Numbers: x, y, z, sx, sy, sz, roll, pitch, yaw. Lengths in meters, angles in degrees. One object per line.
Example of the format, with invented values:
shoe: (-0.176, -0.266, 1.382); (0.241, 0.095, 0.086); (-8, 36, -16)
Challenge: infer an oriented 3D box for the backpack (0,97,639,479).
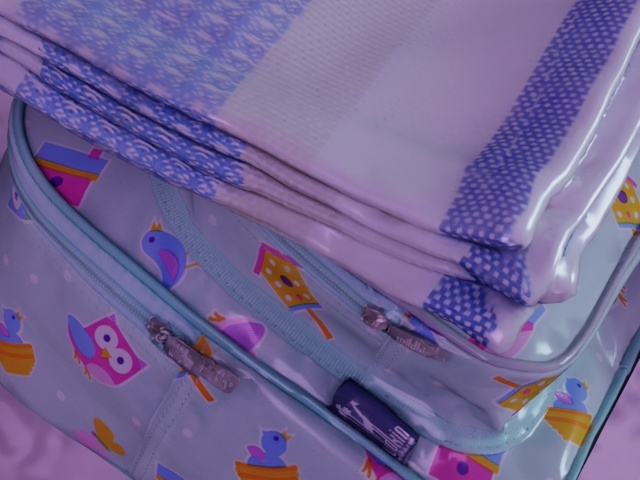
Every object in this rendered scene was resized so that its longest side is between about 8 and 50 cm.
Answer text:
backpack: (0.000, 0.000, 0.461); (0.188, 0.166, 0.144); (28, 134, 12)

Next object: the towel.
towel: (-0.030, -0.110, 0.419); (0.285, 0.034, 0.209); (28, 54, 11)
